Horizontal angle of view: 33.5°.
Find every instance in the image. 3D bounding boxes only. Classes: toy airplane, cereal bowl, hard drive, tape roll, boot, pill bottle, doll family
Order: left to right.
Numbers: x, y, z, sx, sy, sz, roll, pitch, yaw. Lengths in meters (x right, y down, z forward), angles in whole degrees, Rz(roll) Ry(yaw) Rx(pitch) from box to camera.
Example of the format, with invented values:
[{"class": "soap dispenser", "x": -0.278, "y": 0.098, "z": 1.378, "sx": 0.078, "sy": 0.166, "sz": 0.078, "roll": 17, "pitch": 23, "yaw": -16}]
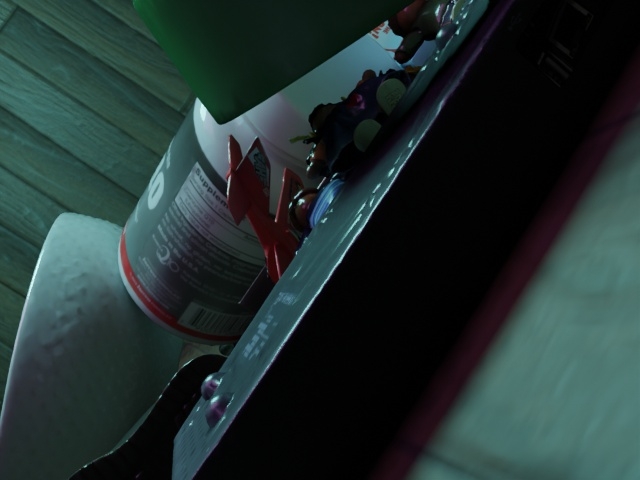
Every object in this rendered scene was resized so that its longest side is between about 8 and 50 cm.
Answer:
[{"class": "cereal bowl", "x": -0.215, "y": 0.150, "z": 1.048, "sx": 0.339, "sy": 0.141, "sz": 0.339, "roll": -169, "pitch": 90, "yaw": -83}, {"class": "boot", "x": -0.126, "y": 0.173, "z": 0.790, "sx": 0.198, "sy": 0.077, "sz": 0.137, "roll": -44, "pitch": -2, "yaw": -11}, {"class": "pill bottle", "x": -0.052, "y": -0.048, "z": 0.893, "sx": 0.283, "sy": 0.161, "sz": 0.161, "roll": -52, "pitch": 6, "yaw": 43}, {"class": "toy airplane", "x": -0.028, "y": -0.003, "z": 0.646, "sx": 0.028, "sy": 0.151, "sz": 0.151, "roll": -12, "pitch": 15, "yaw": 9}, {"class": "doll family", "x": 0.035, "y": -0.065, "z": 0.585, "sx": 0.193, "sy": 0.076, "sz": 0.111, "roll": -46, "pitch": 23, "yaw": -12}, {"class": "hard drive", "x": 0.029, "y": -0.003, "z": 0.431, "sx": 0.255, "sy": 0.054, "sz": 0.172, "roll": -56, "pitch": 5, "yaw": -6}, {"class": "tape roll", "x": 0.058, "y": -0.179, "z": 0.528, "sx": 0.321, "sy": 0.077, "sz": 0.321, "roll": -34, "pitch": 11, "yaw": 7}]

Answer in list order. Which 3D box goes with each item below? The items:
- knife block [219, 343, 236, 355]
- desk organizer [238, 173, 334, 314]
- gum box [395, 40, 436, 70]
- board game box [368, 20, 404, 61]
[{"class": "knife block", "x": -0.077, "y": 0.027, "z": 1.253, "sx": 0.275, "sy": 0.242, "sz": 0.088, "roll": 5, "pitch": -47, "yaw": -42}, {"class": "desk organizer", "x": 0.000, "y": 0.000, "z": 0.751, "sx": 0.130, "sy": 0.047, "sz": 0.050, "roll": -55, "pitch": 3, "yaw": 16}, {"class": "gum box", "x": 0.121, "y": -0.193, "z": 0.848, "sx": 0.157, "sy": 0.041, "sz": 0.184, "roll": -55, "pitch": 5, "yaw": 6}, {"class": "board game box", "x": 0.105, "y": -0.243, "z": 0.989, "sx": 0.193, "sy": 0.045, "sz": 0.147, "roll": -45, "pitch": -13, "yaw": -44}]
